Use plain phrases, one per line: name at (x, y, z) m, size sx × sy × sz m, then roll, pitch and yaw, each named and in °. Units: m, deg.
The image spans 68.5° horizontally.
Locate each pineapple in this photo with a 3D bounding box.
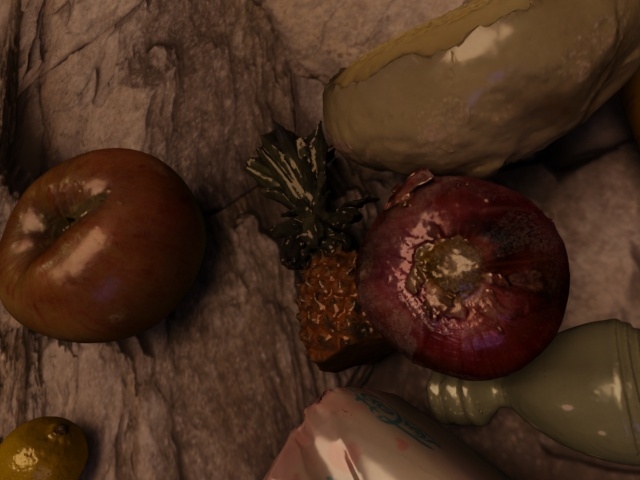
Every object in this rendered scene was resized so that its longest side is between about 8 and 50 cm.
pineapple at (0.000, 0.000, 0.519) m, size 0.130 × 0.119 × 0.277 m, roll 119°, pitch 140°, yaw -53°

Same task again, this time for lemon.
lemon at (-0.363, 0.286, 0.611) m, size 0.109 × 0.109 × 0.133 m, roll 42°, pitch 103°, yaw 32°

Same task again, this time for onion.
onion at (0.117, 0.033, 0.389) m, size 0.159 × 0.195 × 0.159 m, roll -5°, pitch 77°, yaw 23°

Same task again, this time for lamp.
lamp at (0.188, 0.121, 0.385) m, size 0.193 × 0.106 × 0.106 m, roll -11°, pitch 68°, yaw 35°

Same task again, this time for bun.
bun at (0.149, -0.142, 0.425) m, size 0.287 × 0.146 × 0.287 m, roll -24°, pitch 20°, yaw 9°

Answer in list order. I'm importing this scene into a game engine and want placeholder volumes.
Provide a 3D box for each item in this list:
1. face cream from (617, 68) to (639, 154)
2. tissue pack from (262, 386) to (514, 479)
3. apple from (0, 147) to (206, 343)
face cream at (0.309, -0.141, 0.416) m, size 0.078 × 0.078 × 0.273 m, roll -14°, pitch 67°, yaw 24°
tissue pack at (0.108, 0.227, 0.328) m, size 0.271 × 0.201 × 0.124 m, roll 29°, pitch 84°, yaw 31°
apple at (-0.273, 0.010, 0.608) m, size 0.261 × 0.194 × 0.261 m, roll -8°, pitch 69°, yaw 23°
